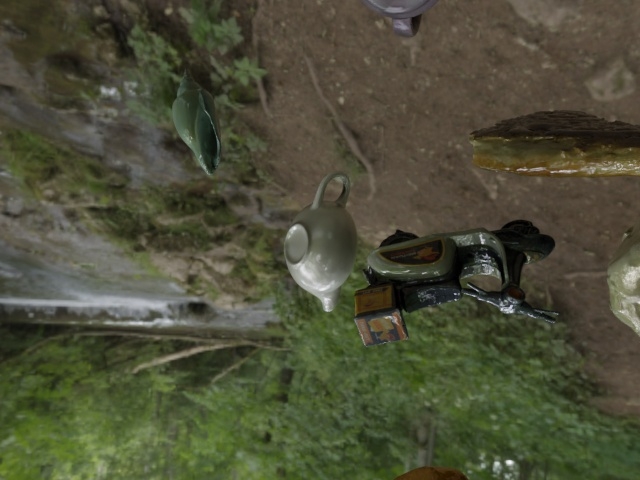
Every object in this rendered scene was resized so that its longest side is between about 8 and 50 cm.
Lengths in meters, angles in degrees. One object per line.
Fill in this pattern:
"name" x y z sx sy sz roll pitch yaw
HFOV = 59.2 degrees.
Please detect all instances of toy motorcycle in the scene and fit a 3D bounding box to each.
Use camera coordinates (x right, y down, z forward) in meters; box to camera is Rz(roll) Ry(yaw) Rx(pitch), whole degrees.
"toy motorcycle" 0.178 0.047 0.739 0.263 0.157 0.091 -12 131 13

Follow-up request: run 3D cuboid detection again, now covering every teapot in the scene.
"teapot" 0.109 -0.326 0.650 0.116 0.146 0.148 -17 129 39
"teapot" 0.000 0.000 0.886 0.092 0.226 0.145 7 -170 -39

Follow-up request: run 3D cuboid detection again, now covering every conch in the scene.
"conch" -0.176 -0.187 0.839 0.088 0.180 0.065 -31 162 36

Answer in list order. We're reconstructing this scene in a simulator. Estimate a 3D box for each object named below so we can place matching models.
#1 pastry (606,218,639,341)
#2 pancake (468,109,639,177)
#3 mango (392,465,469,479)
"pastry" 0.518 0.055 0.744 0.264 0.265 0.133 -9 -152 45
"pancake" 0.331 -0.128 0.722 0.265 0.057 0.244 5 -157 24
"mango" 0.063 0.386 0.536 0.199 0.350 0.201 38 165 -35
